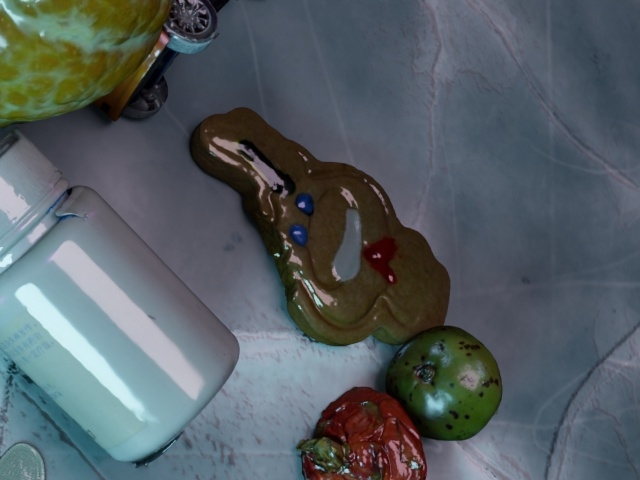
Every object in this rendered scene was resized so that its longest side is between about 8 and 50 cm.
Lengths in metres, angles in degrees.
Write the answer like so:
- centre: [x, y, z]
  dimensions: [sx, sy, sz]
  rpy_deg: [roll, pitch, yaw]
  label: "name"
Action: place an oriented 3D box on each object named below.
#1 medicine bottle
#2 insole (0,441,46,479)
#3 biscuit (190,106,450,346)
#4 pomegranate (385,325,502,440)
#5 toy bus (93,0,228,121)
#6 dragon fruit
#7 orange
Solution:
- centre: [-0.196, 0.044, 1.042]
  dimensions: [0.258, 0.143, 0.143]
  rpy_deg: [47, 51, -14]
  label: "medicine bottle"
- centre: [-0.251, 0.228, 1.018]
  dimensions: [0.053, 0.002, 0.153]
  rpy_deg: [35, 55, -22]
  label: "insole"
- centre: [0.003, -0.008, 1.283]
  dimensions: [0.320, 0.047, 0.183]
  rpy_deg: [48, 48, -10]
  label: "biscuit"
- centre: [0.128, 0.145, 1.281]
  dimensions: [0.142, 0.114, 0.114]
  rpy_deg: [39, 48, -54]
  label: "pomegranate"
- centre: [-0.125, -0.263, 1.226]
  dimensions: [0.153, 0.143, 0.329]
  rpy_deg: [39, 53, -6]
  label: "toy bus"
- centre: [0.041, 0.212, 1.201]
  dimensions: [0.106, 0.083, 0.162]
  rpy_deg: [-4, 77, -36]
  label: "dragon fruit"
- centre: [-0.244, -0.247, 1.004]
  dimensions: [0.249, 0.329, 0.329]
  rpy_deg: [10, 65, -56]
  label: "orange"
